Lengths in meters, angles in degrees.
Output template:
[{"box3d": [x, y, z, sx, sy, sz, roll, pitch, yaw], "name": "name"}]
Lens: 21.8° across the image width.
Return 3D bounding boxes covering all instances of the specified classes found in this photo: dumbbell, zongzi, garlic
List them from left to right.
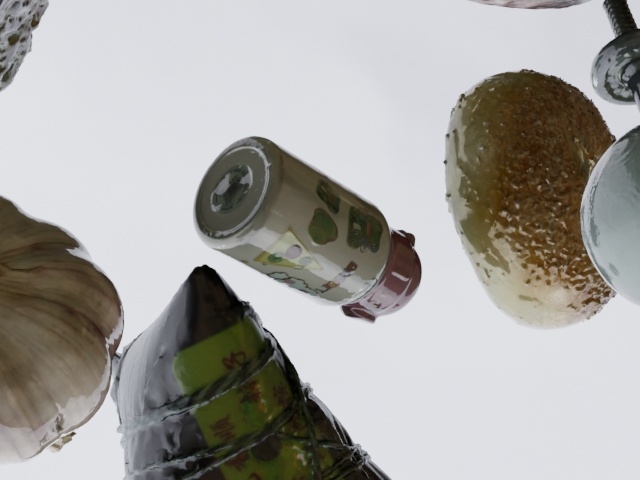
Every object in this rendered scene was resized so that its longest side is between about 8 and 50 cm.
[{"box3d": [-0.261, 0.102, 1.337, 0.253, 0.245, 0.245, 71, 176, -50], "name": "garlic"}, {"box3d": [-0.124, 0.261, 1.649, 0.362, 0.319, 0.383, -37, -99, -24], "name": "zongzi"}, {"box3d": [0.251, -0.088, 1.229, 0.082, 0.081, 0.254, 16, -135, -32], "name": "dumbbell"}]

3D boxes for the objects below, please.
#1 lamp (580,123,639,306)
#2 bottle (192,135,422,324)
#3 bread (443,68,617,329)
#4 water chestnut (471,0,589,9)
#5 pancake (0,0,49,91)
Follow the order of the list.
[{"box3d": [0.183, -0.011, 0.839, 0.105, 0.105, 0.105, 26, -148, -18], "name": "lamp"}, {"box3d": [0.000, 0.000, 1.628, 0.253, 0.120, 0.120, 31, -153, -40], "name": "bottle"}, {"box3d": [0.259, -0.050, 1.891, 0.305, 0.159, 0.305, 21, -117, -49], "name": "bread"}, {"box3d": [0.168, -0.348, 1.310, 0.350, 0.350, 0.302, 39, -179, 3], "name": "water chestnut"}, {"box3d": [-0.316, -0.151, 1.494, 0.067, 0.426, 0.305, 39, -159, 4], "name": "pancake"}]
